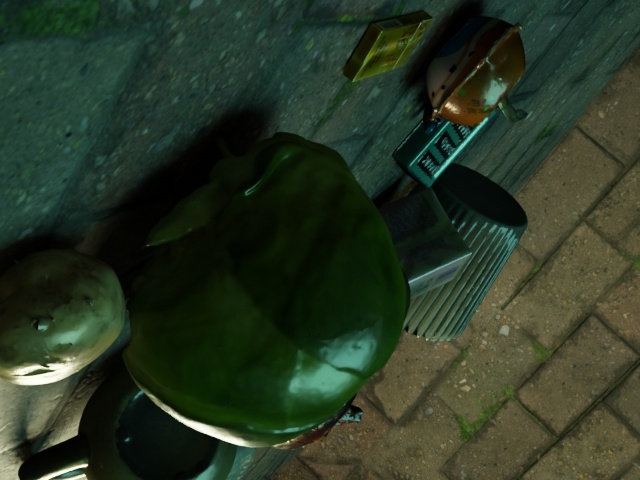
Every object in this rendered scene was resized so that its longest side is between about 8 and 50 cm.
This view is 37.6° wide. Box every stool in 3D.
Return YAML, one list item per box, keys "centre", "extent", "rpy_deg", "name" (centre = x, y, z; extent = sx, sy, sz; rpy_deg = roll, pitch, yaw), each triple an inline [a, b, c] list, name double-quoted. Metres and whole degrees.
- centre: [0.285, 0.018, 2.179]
  extent: [0.297, 0.297, 0.330]
  rpy_deg: [-24, 149, -58]
  name: "stool"

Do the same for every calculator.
- centre: [0.262, -0.221, 1.881]
  extent: [0.248, 0.058, 0.274]
  rpy_deg: [-49, 165, 5]
  name: "calculator"

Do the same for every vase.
- centre: [-0.305, 0.325, 1.475]
  extent: [0.330, 0.240, 0.302]
  rpy_deg: [-10, 166, -20]
  name: "vase"

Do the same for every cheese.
- centre: [0.243, -0.263, 1.570]
  extent: [0.217, 0.129, 0.329]
  rpy_deg: [-47, 179, -13]
  name: "cheese"

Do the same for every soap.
- centre: [0.175, 0.018, 1.954]
  extent: [0.199, 0.182, 0.138]
  rpy_deg: [-23, 159, -19]
  name: "soap"

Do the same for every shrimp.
- centre: [0.360, -0.301, 1.807]
  extent: [0.051, 0.150, 0.217]
  rpy_deg: [-17, -170, 33]
  name: "shrimp"

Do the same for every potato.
- centre: [-0.277, 0.076, 0.990]
  extent: [0.161, 0.128, 0.235]
  rpy_deg: [-34, 175, 17]
  name: "potato"

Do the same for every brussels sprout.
- centre: [-0.057, 0.064, 1.144]
  extent: [0.276, 0.315, 0.371]
  rpy_deg: [120, -10, -66]
  name: "brussels sprout"

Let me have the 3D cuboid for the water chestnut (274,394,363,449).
- centre: [-0.030, 0.320, 2.001]
  extent: [0.300, 0.300, 0.300]
  rpy_deg: [-43, 166, -14]
  name: "water chestnut"

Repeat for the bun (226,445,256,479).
- centre: [-0.291, 0.483, 1.932]
  extent: [0.354, 0.194, 0.354]
  rpy_deg: [-45, 164, -16]
  name: "bun"

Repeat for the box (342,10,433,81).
- centre: [0.096, -0.271, 1.308]
  extent: [0.156, 0.022, 0.089]
  rpy_deg: [-27, 157, -54]
  name: "box"

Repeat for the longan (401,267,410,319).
- centre: [0.070, 0.099, 1.717]
  extent: [0.212, 0.198, 0.198]
  rpy_deg: [3, 131, -50]
  name: "longan"

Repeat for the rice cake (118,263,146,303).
- centre: [-0.229, 0.050, 1.227]
  extent: [0.208, 0.033, 0.033]
  rpy_deg: [-32, 170, -43]
  name: "rice cake"
